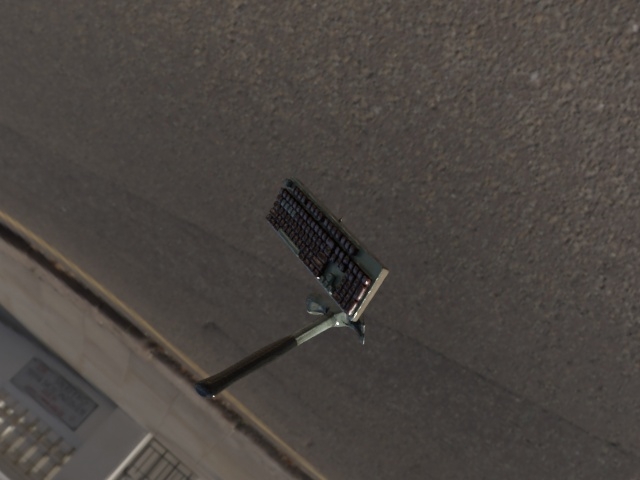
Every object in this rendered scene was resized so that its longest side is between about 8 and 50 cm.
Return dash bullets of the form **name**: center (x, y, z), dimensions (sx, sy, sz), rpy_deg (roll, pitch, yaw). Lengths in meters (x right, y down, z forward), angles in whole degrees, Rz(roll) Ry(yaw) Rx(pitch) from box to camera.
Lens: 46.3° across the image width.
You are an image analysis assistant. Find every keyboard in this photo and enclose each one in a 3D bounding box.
- **keyboard**: center (0.000, 0.000, 0.640), dimensions (0.017, 0.055, 0.166), rpy_deg (22, -163, -39)

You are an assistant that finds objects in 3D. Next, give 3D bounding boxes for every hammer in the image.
- **hammer**: center (-0.040, 0.123, 0.852), dimensions (0.103, 0.246, 0.029), rpy_deg (16, 117, 35)
